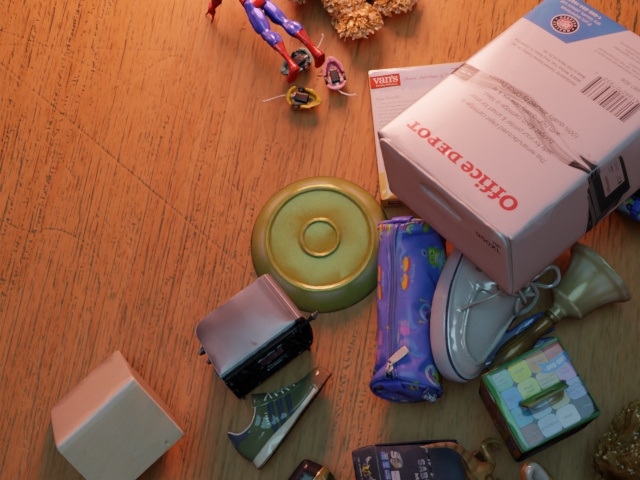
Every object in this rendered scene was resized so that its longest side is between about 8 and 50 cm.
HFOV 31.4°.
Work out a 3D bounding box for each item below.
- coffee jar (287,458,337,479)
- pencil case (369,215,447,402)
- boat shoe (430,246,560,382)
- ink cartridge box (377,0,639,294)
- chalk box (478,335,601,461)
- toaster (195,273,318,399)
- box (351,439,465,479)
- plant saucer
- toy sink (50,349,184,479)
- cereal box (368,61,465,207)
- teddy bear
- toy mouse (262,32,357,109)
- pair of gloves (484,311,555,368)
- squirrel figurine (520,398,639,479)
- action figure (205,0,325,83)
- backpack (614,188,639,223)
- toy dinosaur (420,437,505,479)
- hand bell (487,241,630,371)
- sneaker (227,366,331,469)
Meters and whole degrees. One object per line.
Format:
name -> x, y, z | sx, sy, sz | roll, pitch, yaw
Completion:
coffee jar -> 0.026, 0.421, 1.759 | 0.184, 0.079, 0.096 | 34, 82, 12
pencil case -> 0.141, 0.109, 1.817 | 0.119, 0.133, 0.306 | -4, 71, 26
boat shoe -> 0.294, 0.053, 1.779 | 0.156, 0.136, 0.367 | -6, 52, 45
ink cartridge box -> 0.325, -0.155, 1.714 | 0.395, 0.166, 0.285 | -38, 57, -14
chalk box -> 0.323, 0.235, 1.697 | 0.132, 0.213, 0.132 | -26, 73, -3
toaster -> -0.098, 0.151, 1.801 | 0.186, 0.168, 0.110 | -36, 74, -6
box -> 0.147, 0.419, 1.707 | 0.059, 0.183, 0.232 | -25, 66, 44
plant saucer -> 0.000, 0.000, 1.907 | 0.241, 0.037, 0.241 | -1, 73, 4
toy sink -> -0.320, 0.287, 1.785 | 0.153, 0.234, 0.131 | -42, 105, -9
cereal box -> 0.176, -0.182, 1.941 | 0.173, 0.047, 0.240 | -4, 73, 1
teddy bear -> 0.023, -0.502, 2.016 | 0.245, 0.113, 0.338 | -22, 73, -5
toy mouse -> -0.010, -0.292, 1.996 | 0.161, 0.031, 0.143 | 8, 75, 6
pair of gloves -> 0.327, 0.213, 1.828 | 0.159, 0.023, 0.198 | -26, 73, -2
squirrel figurine -> 0.455, 0.424, 1.665 | 0.370, 0.281, 0.397 | 22, 62, 21
action figure -> -0.110, -0.385, 1.995 | 0.091, 0.139, 0.280 | -31, 78, -20
backpack -> 0.487, -0.107, 1.845 | 0.173, 0.158, 0.117 | 32, 96, 26
toy dinosaur -> 0.238, 0.346, 1.732 | 0.064, 0.112, 0.211 | -20, 114, 30
hand bell -> 0.359, 0.129, 1.799 | 0.242, 0.126, 0.126 | -42, 75, -6
sneaker -> -0.072, 0.265, 1.819 | 0.086, 0.064, 0.192 | 36, 82, 8
